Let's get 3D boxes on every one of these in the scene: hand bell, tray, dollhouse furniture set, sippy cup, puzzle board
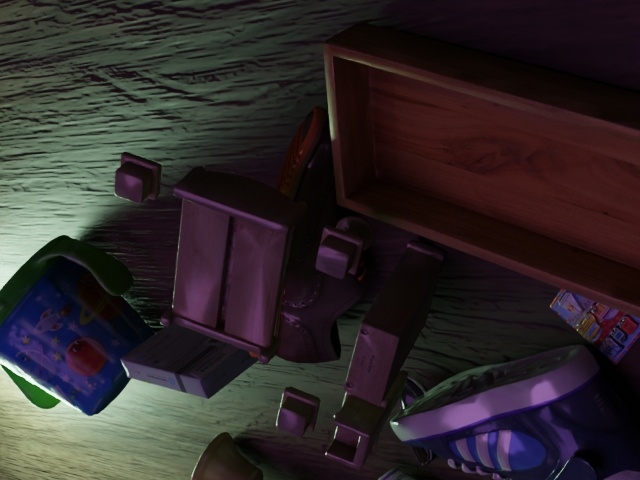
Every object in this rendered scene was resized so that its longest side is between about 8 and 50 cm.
[{"bbox_3d":[-0.071,0.403,2.020,0.242,0.126,0.126,23,136,19],"label":"hand bell"},{"bbox_3d":[0.187,-0.079,1.336,0.411,0.076,0.203,23,132,37],"label":"tray"},{"bbox_3d":[-0.057,0.053,1.537,0.355,0.174,0.303,21,126,13],"label":"dollhouse furniture set"},{"bbox_3d":[-0.389,0.148,2.060,0.224,0.240,0.305,39,166,3],"label":"sippy cup"},{"bbox_3d":[0.302,0.067,1.385,0.096,0.011,0.128,42,142,16],"label":"puzzle board"}]

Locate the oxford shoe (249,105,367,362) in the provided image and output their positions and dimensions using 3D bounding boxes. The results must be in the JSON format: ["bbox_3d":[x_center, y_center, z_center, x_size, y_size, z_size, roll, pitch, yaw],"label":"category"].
[{"bbox_3d":[0.000,0.000,1.607,0.133,0.130,0.363,12,128,0],"label":"oxford shoe"}]

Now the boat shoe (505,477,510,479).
[{"bbox_3d":[0.306,0.396,1.584,0.267,0.096,0.088,43,147,16],"label":"boat shoe"}]

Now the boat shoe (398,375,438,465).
[{"bbox_3d":[0.124,0.234,1.697,0.046,0.038,0.125,4,122,46],"label":"boat shoe"}]

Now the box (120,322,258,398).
[{"bbox_3d":[-0.175,0.160,1.878,0.186,0.145,0.038,8,124,44],"label":"box"}]

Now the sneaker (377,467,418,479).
[{"bbox_3d":[0.110,0.435,1.839,0.161,0.102,0.282,33,129,31],"label":"sneaker"}]

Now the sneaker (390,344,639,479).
[{"bbox_3d":[0.240,0.263,1.513,0.323,0.130,0.236,-25,95,48],"label":"sneaker"}]
